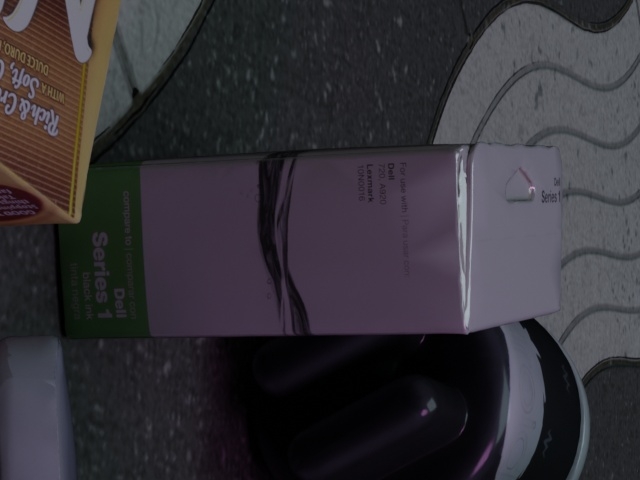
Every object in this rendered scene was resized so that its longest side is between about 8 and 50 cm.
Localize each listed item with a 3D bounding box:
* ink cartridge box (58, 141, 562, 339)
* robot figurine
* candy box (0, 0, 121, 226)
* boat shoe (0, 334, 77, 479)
[{"bbox_3d":[0.000,0.000,0.947,0.160,0.219,0.093,-6,94,-65],"label":"ink cartridge box"},{"bbox_3d":[0.062,0.108,1.147,0.278,0.173,0.209,25,77,-63],"label":"robot figurine"},{"bbox_3d":[-0.186,-0.146,0.700,0.316,0.087,0.183,44,49,-58],"label":"candy box"},{"bbox_3d":[-0.155,0.188,0.738,0.113,0.105,0.306,-122,-143,-81],"label":"boat shoe"}]
